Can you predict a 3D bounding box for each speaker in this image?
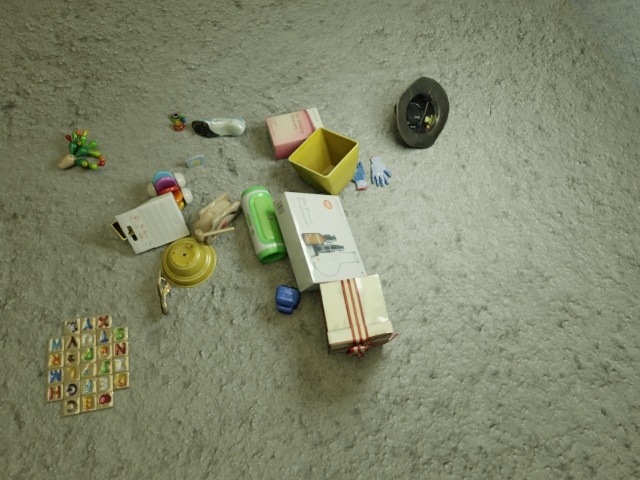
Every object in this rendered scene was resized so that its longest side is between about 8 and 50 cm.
[{"bbox_3d":[-0.229,-0.065,1.845,0.131,0.131,0.296,-16,71,-9],"label":"speaker"}]

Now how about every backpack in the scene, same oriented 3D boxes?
[{"bbox_3d":[-0.124,0.224,1.743,0.098,0.120,0.101,10,69,-1],"label":"backpack"}]

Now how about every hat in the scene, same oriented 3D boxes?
[{"bbox_3d":[0.420,-0.573,2.045,0.331,0.331,0.134,-42,39,-17],"label":"hat"}]

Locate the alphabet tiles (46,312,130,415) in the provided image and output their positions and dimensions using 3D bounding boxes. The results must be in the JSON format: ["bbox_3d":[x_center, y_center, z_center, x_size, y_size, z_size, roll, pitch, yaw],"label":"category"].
[{"bbox_3d":[-0.846,0.446,1.670,0.285,0.011,0.342,-8,70,-7],"label":"alphabet tiles"}]

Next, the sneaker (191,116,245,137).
[{"bbox_3d":[-0.451,-0.509,2.032,0.238,0.085,0.086,2,43,1],"label":"sneaker"}]

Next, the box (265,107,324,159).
[{"bbox_3d":[-0.109,-0.466,2.005,0.233,0.127,0.148,-16,71,-9],"label":"box"}]

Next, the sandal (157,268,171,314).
[{"bbox_3d":[-0.595,0.196,1.755,0.049,0.072,0.180,-10,71,-24],"label":"sandal"}]

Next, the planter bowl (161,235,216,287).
[{"bbox_3d":[-0.525,0.068,1.793,0.217,0.090,0.217,1,69,-3],"label":"planter bowl"}]

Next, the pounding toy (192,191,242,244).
[{"bbox_3d":[-0.401,-0.054,1.828,0.155,0.154,0.269,36,52,10],"label":"pounding toy"}]

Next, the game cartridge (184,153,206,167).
[{"bbox_3d":[-0.538,-0.342,1.967,0.083,0.056,0.017,-22,65,-11],"label":"game cartridge"}]

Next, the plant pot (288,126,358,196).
[{"bbox_3d":[0.030,-0.307,1.902,0.212,0.187,0.212,30,69,30],"label":"plant pot"}]

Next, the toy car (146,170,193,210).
[{"bbox_3d":[-0.622,-0.206,1.867,0.159,0.136,0.181,-25,73,-12],"label":"toy car"}]

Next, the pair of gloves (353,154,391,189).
[{"bbox_3d":[0.207,-0.298,2.018,0.198,0.023,0.159,-13,69,-9],"label":"pair of gloves"}]

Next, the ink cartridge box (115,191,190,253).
[{"bbox_3d":[-0.655,-0.067,1.803,0.225,0.180,0.056,-21,28,-5],"label":"ink cartridge box"}]

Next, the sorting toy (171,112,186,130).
[{"bbox_3d":[-0.634,-0.539,2.044,0.061,0.042,0.101,-18,71,-10],"label":"sorting toy"}]

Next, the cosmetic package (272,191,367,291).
[{"bbox_3d":[0.000,0.000,1.778,0.285,0.097,0.377,0,64,-44],"label":"cosmetic package"}]

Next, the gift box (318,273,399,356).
[{"bbox_3d":[0.142,0.282,1.666,0.277,0.255,0.258,-10,69,2],"label":"gift box"}]

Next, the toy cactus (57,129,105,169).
[{"bbox_3d":[-1.023,-0.363,1.930,0.181,0.112,0.219,-36,84,-5],"label":"toy cactus"}]

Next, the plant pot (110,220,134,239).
[{"bbox_3d":[-0.768,-0.051,1.822,0.081,0.083,0.081,-39,95,-15],"label":"plant pot"}]
